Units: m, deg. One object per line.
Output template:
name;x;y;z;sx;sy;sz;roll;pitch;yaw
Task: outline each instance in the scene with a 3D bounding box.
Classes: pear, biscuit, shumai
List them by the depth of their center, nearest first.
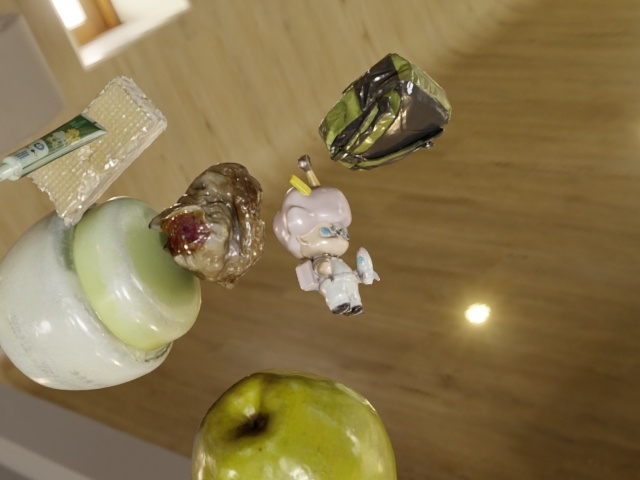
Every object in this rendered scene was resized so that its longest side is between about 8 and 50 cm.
pear;-0.025;0.294;1.326;0.252;0.307;0.253;-16;-130;20
biscuit;-0.351;-0.139;1.677;0.239;0.108;0.062;-44;171;15
shumai;-0.204;-0.018;1.795;0.185;0.184;0.218;-7;155;-29

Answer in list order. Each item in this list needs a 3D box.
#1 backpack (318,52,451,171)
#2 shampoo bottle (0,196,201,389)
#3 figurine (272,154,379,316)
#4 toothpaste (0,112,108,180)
backpack;0.120;-0.232;2.083;0.253;0.207;0.140;-37;-129;23
shampoo bottle;-0.393;0.097;1.850;0.317;0.322;0.322;-29;-161;20
figurine;0.000;0.000;1.477;0.112;0.229;0.137;-34;156;32
toothpaste;-0.354;-0.121;1.397;0.204;0.049;0.031;-43;166;-52
